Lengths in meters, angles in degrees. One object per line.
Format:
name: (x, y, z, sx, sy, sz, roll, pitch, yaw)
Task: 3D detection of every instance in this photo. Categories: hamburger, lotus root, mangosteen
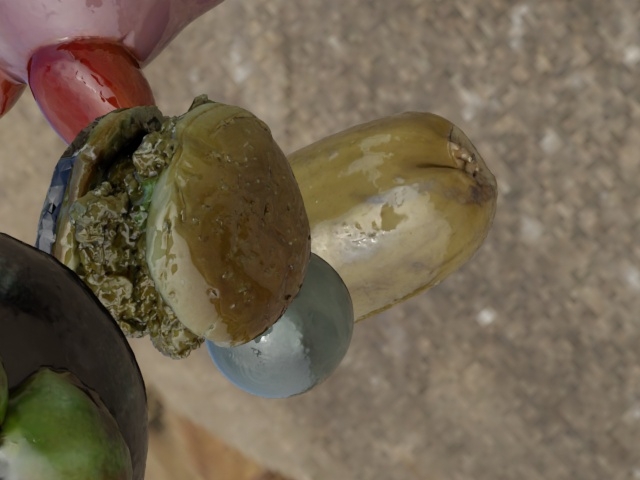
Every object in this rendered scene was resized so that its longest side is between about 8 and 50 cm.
hamburger: (-0.088, -0.010, 1.122, 0.131, 0.159, 0.185, 8, -179, 32)
lotus root: (0.000, 0.000, 1.681, 0.151, 0.343, 0.169, 40, -146, -46)
mangosteen: (-0.189, 0.097, 0.865, 0.243, 0.243, 0.243, 45, 162, 19)

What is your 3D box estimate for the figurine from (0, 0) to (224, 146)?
figurine: (-0.217, -0.228, 1.588, 0.270, 0.261, 0.211, 21, 160, 37)

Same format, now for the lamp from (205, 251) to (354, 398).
lamp: (-0.029, 0.053, 1.261, 0.105, 0.105, 0.105, 45, 162, 19)
